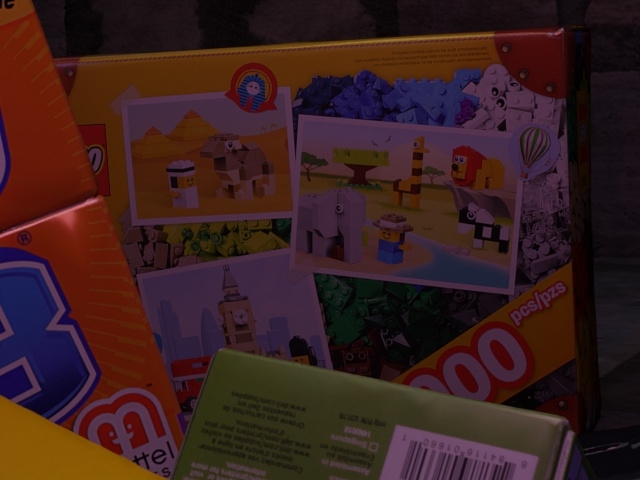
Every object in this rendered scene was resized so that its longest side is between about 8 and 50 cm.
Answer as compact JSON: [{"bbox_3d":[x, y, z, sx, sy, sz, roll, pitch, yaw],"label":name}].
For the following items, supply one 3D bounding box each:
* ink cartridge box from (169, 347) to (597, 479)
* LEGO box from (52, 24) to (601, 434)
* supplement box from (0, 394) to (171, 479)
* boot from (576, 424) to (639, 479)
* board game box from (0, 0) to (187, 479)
[{"bbox_3d":[0.055,0.161,0.828,0.188,0.097,0.255,10,-23,23],"label":"ink cartridge box"},{"bbox_3d":[0.000,0.000,1.434,0.500,0.373,0.193,-2,7,17],"label":"LEGO box"},{"bbox_3d":[-0.095,0.169,0.334,0.356,0.195,0.194,19,32,37],"label":"supplement box"},{"bbox_3d":[0.140,0.170,1.079,0.207,0.094,0.246,-8,14,-5],"label":"boot"},{"bbox_3d":[-0.337,0.035,0.940,0.356,0.356,0.356,-22,8,-20],"label":"board game box"}]
